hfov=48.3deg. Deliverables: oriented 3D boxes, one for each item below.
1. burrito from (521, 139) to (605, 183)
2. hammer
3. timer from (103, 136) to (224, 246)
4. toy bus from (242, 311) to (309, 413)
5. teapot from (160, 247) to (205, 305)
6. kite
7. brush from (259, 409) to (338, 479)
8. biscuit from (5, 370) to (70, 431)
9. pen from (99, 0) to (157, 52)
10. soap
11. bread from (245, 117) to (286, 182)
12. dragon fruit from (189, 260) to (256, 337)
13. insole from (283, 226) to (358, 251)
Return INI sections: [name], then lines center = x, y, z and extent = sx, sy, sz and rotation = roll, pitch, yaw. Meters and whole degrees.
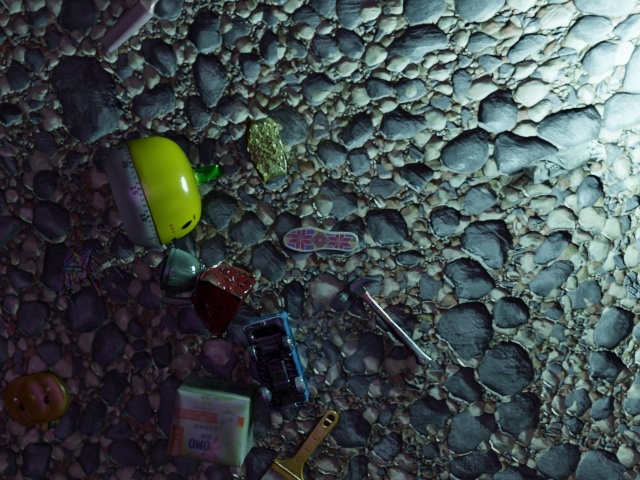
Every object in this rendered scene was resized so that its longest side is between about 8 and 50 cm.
[burrito]
center = 0.598, -0.193, 1.754
extent = 0.203, 0.064, 0.064
rotation = -19, 93, 5
[hammer]
center = 0.176, 0.209, 1.819
extent = 0.111, 0.033, 0.288
rotation = -42, 91, 6
[timer]
center = -0.361, -0.133, 1.721
extent = 0.285, 0.285, 0.285
rotation = 0, 94, 3
[toy bus]
center = -0.110, 0.296, 1.789
extent = 0.116, 0.133, 0.234
rotation = -15, 98, 4
[teapot]
center = -0.350, 0.100, 1.802
extent = 0.108, 0.111, 0.149
rotation = 14, 92, -7
[kite]
center = -0.614, 0.079, 1.863
extent = 0.182, 0.010, 0.160
rotation = -33, 88, 1
[brush]
center = -0.042, 0.555, 1.865
extent = 0.103, 0.013, 0.272
rotation = 37, 94, 0
[biscuit]
center = -0.744, 0.428, 1.875
extent = 0.170, 0.050, 0.170
rotation = 0, 94, 4
[pen]
center = -0.474, -0.556, 1.800
extent = 0.197, 0.032, 0.053
rotation = -40, 90, 8
[soap]
center = -0.270, 0.457, 1.807
extent = 0.199, 0.138, 0.182
rotation = 8, 96, 2
[bread]
center = -0.138, -0.224, 1.761
extent = 0.086, 0.125, 0.156
rotation = -16, 95, -4
[dragon fruit]
center = -0.252, 0.145, 1.807
extent = 0.120, 0.127, 0.161
rotation = 30, 117, 5
[insole]
center = 0.000, 0.000, 1.826
extent = 0.193, 0.006, 0.065
rotation = 4, 95, 3
